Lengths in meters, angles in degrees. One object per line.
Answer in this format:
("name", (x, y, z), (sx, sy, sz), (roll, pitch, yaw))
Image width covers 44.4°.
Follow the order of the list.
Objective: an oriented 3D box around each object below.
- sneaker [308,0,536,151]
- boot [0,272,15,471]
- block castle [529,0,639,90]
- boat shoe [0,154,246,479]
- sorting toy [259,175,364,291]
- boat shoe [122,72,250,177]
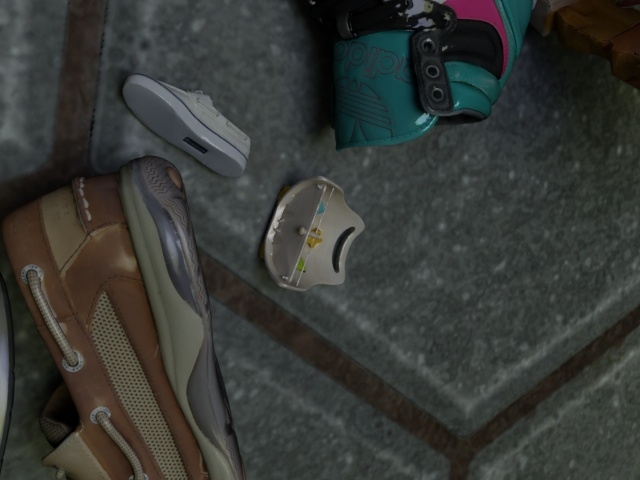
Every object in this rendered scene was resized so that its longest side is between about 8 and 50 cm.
("sneaker", (0.027, -0.154, 0.531), (0.295, 0.123, 0.179), (18, 81, -34))
("boot", (-0.271, 0.121, 0.421), (0.178, 0.085, 0.237), (11, 93, -30))
("block castle", (0.302, -0.291, 0.473), (0.212, 0.303, 0.453), (-27, 142, -17))
("boat shoe", (-0.117, 0.108, 0.502), (0.116, 0.123, 0.325), (-12, 111, -10))
("sorting toy", (0.000, 0.000, 0.589), (0.075, 0.044, 0.083), (23, 87, -40))
("boat shoe", (-0.086, -0.083, 0.525), (0.100, 0.035, 0.035), (35, 54, -28))
